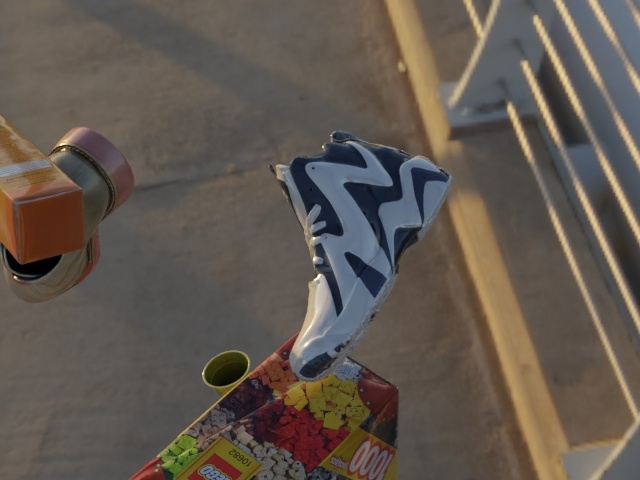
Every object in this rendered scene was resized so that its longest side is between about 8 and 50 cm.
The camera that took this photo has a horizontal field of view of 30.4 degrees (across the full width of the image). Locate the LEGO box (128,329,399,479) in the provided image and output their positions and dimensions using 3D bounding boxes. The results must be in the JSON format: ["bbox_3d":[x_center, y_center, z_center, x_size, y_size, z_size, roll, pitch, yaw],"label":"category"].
[{"bbox_3d":[-0.068,0.441,1.757,0.193,0.500,0.372,29,52,29],"label":"LEGO box"}]

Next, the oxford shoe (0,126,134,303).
[{"bbox_3d":[-0.366,-0.002,1.512,0.140,0.397,0.146,40,55,1],"label":"oxford shoe"}]

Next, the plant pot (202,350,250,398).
[{"bbox_3d":[-0.144,0.240,1.962,0.083,0.079,0.083,-13,39,11],"label":"plant pot"}]

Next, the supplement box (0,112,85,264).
[{"bbox_3d":[-0.335,-0.064,1.265,0.080,0.078,0.233,-18,36,-32],"label":"supplement box"}]

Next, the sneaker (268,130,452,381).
[{"bbox_3d":[0.000,0.000,1.059,0.153,0.094,0.235,30,78,9],"label":"sneaker"}]
